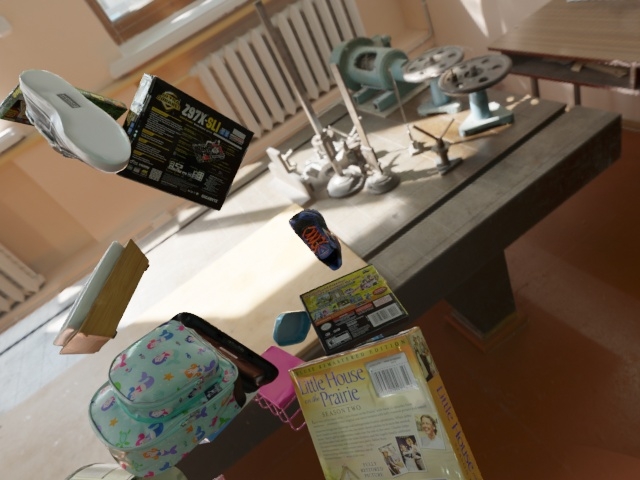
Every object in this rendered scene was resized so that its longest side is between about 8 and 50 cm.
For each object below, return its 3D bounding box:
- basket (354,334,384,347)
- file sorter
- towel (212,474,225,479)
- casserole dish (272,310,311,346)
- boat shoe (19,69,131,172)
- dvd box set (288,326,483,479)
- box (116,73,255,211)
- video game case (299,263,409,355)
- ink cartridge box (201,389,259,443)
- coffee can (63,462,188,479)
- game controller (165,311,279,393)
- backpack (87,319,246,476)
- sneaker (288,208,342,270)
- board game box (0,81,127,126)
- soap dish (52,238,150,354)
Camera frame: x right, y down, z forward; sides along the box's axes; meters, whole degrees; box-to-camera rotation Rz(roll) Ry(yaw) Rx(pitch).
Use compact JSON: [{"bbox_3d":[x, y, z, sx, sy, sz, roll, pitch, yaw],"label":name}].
[{"bbox_3d":[0.194,0.454,1.712,0.201,0.255,0.289,-37,-8,-32],"label":"basket"},{"bbox_3d":[-0.151,0.596,1.705,0.202,0.182,0.290,-38,31,-31],"label":"file sorter"},{"bbox_3d":[-0.252,0.690,1.005,0.144,0.029,0.197,-32,53,-19],"label":"towel"},{"bbox_3d":[-0.097,0.285,1.385,0.037,0.188,0.114,11,91,32],"label":"casserole dish"},{"bbox_3d":[-0.480,-0.209,0.816,0.301,0.102,0.108,39,38,14],"label":"boat shoe"},{"bbox_3d":[0.126,0.402,0.776,0.307,0.420,0.062,-30,-14,35],"label":"dvd box set"},{"bbox_3d":[-0.363,-0.247,1.137,0.079,0.322,0.257,26,94,42],"label":"box"},{"bbox_3d":[0.100,0.212,1.335,0.275,0.035,0.248,-23,44,-9],"label":"video game case"},{"bbox_3d":[-0.388,0.454,1.363,0.223,0.307,0.129,-40,0,-40],"label":"ink cartridge box"},{"bbox_3d":[-0.456,0.617,0.955,0.275,0.201,0.201,-20,36,32],"label":"coffee can"},{"bbox_3d":[-0.263,0.297,1.105,0.166,0.319,0.067,-39,23,30],"label":"game controller"},{"bbox_3d":[-0.299,0.297,0.807,0.225,0.191,0.253,25,51,37],"label":"backpack"},{"bbox_3d":[0.000,0.000,1.056,0.083,0.221,0.087,-35,45,12],"label":"sneaker"},{"bbox_3d":[-0.618,-0.319,1.030,0.136,0.030,0.259,-36,-9,19],"label":"board game box"},{"bbox_3d":[-0.595,0.162,1.158,0.229,0.118,0.291,-34,34,42],"label":"soap dish"}]
